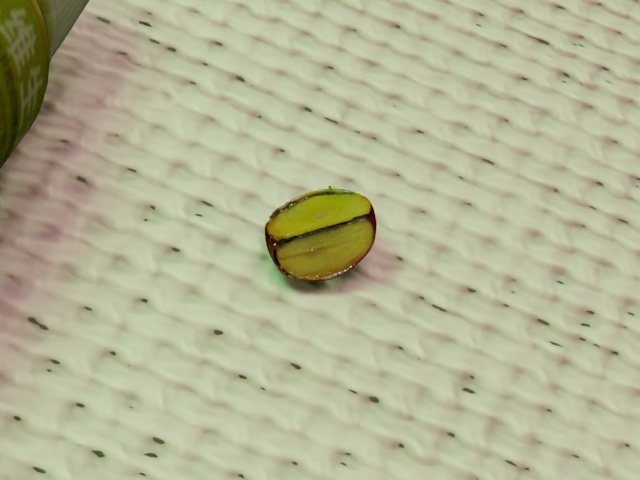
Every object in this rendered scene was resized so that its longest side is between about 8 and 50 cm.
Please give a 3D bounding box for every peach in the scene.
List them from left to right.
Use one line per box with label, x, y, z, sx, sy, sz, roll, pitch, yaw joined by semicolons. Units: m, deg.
peach;0.000;0.000;1.422;0.077;0.050;0.083;11;32;25

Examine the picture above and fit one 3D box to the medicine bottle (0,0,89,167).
medicine bottle;-0.303;-0.125;1.315;0.224;0.224;0.384;22;40;2
